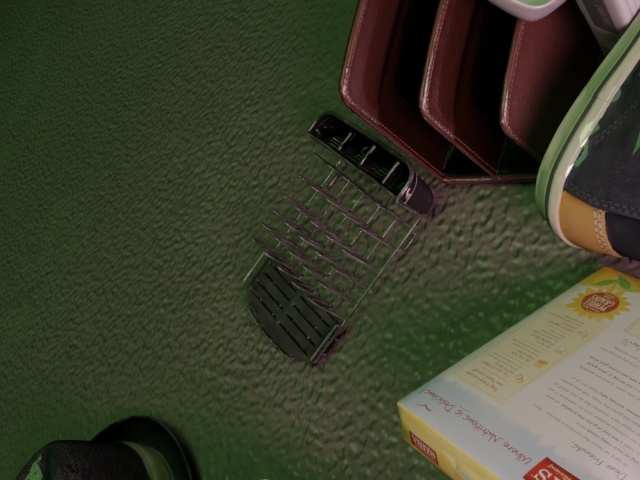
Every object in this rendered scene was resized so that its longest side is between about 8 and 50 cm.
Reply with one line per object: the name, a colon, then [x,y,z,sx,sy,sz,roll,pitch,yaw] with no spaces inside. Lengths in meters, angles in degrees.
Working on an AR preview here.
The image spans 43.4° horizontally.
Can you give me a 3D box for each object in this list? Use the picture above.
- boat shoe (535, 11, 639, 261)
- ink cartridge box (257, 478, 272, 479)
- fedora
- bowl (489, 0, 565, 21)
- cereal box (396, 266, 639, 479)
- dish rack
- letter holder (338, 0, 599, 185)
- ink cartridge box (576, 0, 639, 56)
boat shoe: [0.361,-0.191,0.626,0.156,0.187,0.500,38,101,45]
ink cartridge box: [-0.054,0.357,0.725,0.171,0.168,0.232,-22,53,37]
fedora: [-0.298,0.366,0.985,0.334,0.153,0.333,-25,51,35]
bowl: [0.190,-0.270,0.731,0.142,0.053,0.142,-43,69,-5]
cereal box: [0.202,0.115,0.596,0.240,0.047,0.173,-28,33,-23]
dish rack: [0.000,0.000,0.958,0.271,0.074,0.208,-55,40,7]
letter holder: [0.166,-0.237,0.818,0.152,0.214,0.301,2,69,47]
ink cartridge box: [0.321,-0.270,0.698,0.066,0.189,0.232,33,93,37]
